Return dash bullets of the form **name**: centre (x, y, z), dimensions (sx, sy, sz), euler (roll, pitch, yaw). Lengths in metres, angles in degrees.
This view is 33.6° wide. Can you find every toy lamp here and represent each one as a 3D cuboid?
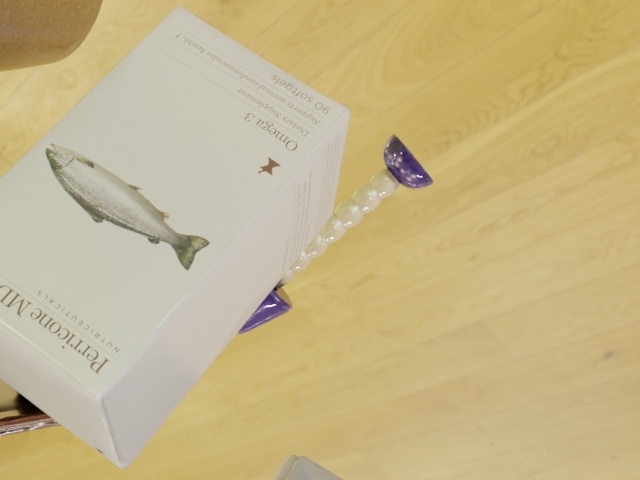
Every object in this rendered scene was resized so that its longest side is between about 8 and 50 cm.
- **toy lamp**: centre (0.000, 0.000, 1.168), dimensions (0.275, 0.080, 0.080), euler (-39, 110, 6)

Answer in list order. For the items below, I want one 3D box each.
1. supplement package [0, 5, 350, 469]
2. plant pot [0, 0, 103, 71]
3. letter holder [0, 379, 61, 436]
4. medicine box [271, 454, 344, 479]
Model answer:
- **supplement package**: centre (-0.081, -0.002, 0.505), dimensions (0.105, 0.179, 0.105), euler (33, 154, 12)
- **plant pot**: centre (-0.278, -0.200, 0.704), dimensions (0.237, 0.237, 0.254), euler (-8, 169, 39)
- **letter holder**: centre (-0.290, 0.044, 0.730), dimensions (0.302, 0.214, 0.152), euler (-178, 80, -66)
- **medicine box**: centre (0.012, 0.362, 0.826), dimensions (0.263, 0.149, 0.289), euler (30, 123, 5)
